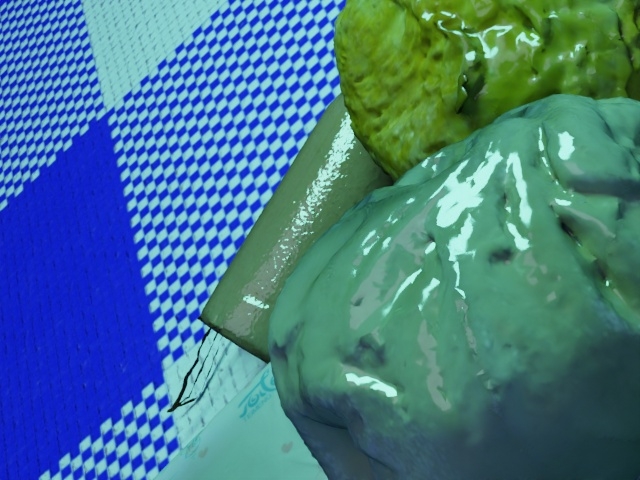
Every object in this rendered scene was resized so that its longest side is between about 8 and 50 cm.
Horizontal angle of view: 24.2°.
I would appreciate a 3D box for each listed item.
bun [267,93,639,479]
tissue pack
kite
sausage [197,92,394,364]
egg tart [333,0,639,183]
[{"bbox_3d":[0.118,0.032,0.969,0.360,0.211,0.359,-37,10,7],"label":"bun"},{"bbox_3d":[-0.046,0.235,1.229,0.271,0.124,0.201,-45,40,8],"label":"tissue pack"},{"bbox_3d":[-0.089,0.069,1.462,0.016,0.127,0.229,27,87,11],"label":"kite"},{"bbox_3d":[0.000,0.000,1.378,0.123,0.123,0.252,19,74,53],"label":"sausage"},{"bbox_3d":[0.127,-0.150,1.223,0.339,0.153,0.351,-46,56,55],"label":"egg tart"}]
